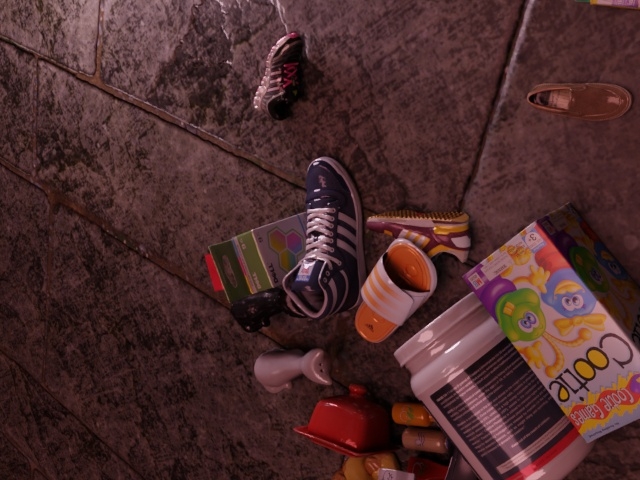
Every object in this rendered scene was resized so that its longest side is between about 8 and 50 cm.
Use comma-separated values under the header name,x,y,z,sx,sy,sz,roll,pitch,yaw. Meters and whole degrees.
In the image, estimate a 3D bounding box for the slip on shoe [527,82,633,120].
name,x,y,z,sx,sy,sz,roll,pitch,yaw
slip on shoe,0.350,-0.191,0.905,0.135,0.041,0.051,18,113,33

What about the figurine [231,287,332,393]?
name,x,y,z,sx,sy,sz,roll,pitch,yaw
figurine,-0.063,0.184,1.272,0.209,0.092,0.215,-19,92,54

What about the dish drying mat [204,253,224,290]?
name,x,y,z,sx,sy,sz,roll,pitch,yaw
dish drying mat,-0.230,0.069,1.452,0.032,0.008,0.083,-13,93,39

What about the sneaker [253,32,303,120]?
name,x,y,z,sx,sy,sz,roll,pitch,yaw
sneaker,-0.061,-0.285,1.185,0.075,0.063,0.170,45,130,20

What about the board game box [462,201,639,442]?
name,x,y,z,sx,sy,sz,roll,pitch,yaw
board game box,0.356,0.107,0.920,0.275,0.142,0.144,54,128,13

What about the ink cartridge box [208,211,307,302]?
name,x,y,z,sx,sy,sz,roll,pitch,yaw
ink cartridge box,-0.090,0.027,1.200,0.062,0.209,0.109,-19,91,42

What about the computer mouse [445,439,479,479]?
name,x,y,z,sx,sy,sz,roll,pitch,yaw
computer mouse,0.288,0.417,1.089,0.184,0.060,0.262,12,94,6

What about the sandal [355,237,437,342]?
name,x,y,z,sx,sy,sz,roll,pitch,yaw
sandal,0.110,0.110,1.122,0.102,0.076,0.265,39,138,15

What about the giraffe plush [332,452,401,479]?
name,x,y,z,sx,sy,sz,roll,pitch,yaw
giraffe plush,0.084,0.518,1.231,0.210,0.170,0.181,44,125,20

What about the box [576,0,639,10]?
name,x,y,z,sx,sy,sz,roll,pitch,yaw
box,0.413,-0.336,0.815,0.179,0.043,0.105,19,114,30

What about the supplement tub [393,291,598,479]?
name,x,y,z,sx,sy,sz,roll,pitch,yaw
supplement tub,0.259,0.231,0.999,0.272,0.191,0.191,52,128,13

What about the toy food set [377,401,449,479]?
name,x,y,z,sx,sy,sz,roll,pitch,yaw
toy food set,0.176,0.406,1.149,0.104,0.111,0.232,-7,60,39

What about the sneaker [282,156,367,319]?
name,x,y,z,sx,sy,sz,roll,pitch,yaw
sneaker,0.000,0.000,1.159,0.099,0.153,0.282,-4,100,38

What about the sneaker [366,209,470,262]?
name,x,y,z,sx,sy,sz,roll,pitch,yaw
sneaker,0.156,-0.004,1.092,0.185,0.069,0.084,4,105,39

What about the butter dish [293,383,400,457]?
name,x,y,z,sx,sy,sz,roll,pitch,yaw
butter dish,0.059,0.326,1.231,0.160,0.160,0.118,11,86,36
